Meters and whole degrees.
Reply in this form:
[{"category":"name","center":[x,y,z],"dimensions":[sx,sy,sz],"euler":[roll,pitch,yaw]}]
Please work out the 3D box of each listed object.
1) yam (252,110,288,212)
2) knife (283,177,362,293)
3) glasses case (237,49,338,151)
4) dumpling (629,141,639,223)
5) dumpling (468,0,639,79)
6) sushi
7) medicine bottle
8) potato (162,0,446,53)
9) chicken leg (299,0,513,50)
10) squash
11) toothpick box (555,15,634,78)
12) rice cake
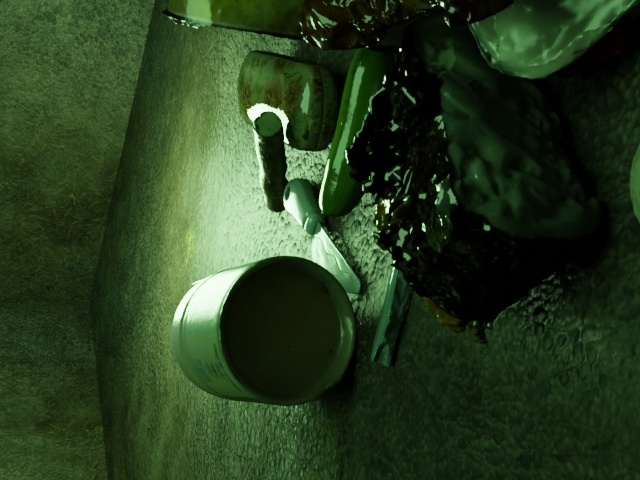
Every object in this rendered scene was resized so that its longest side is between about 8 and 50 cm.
[{"category":"yam","center":[-0.087,-0.139,1.497],"dimensions":[0.253,0.061,0.061],"euler":[87,175,-60]},{"category":"knife","center":[-0.001,0.001,1.414],"dimensions":[0.080,0.044,0.331],"euler":[-66,33,30]},{"category":"glasses case","center":[-0.072,-0.277,1.560],"dimensions":[0.425,0.098,0.156],"euler":[-142,55,-62]},{"category":"dumpling","center":[0.323,-0.043,0.602],"dimensions":[0.166,0.126,0.216],"euler":[24,103,48]},{"category":"dumpling","center":[0.238,-0.356,0.826],"dimensions":[0.260,0.181,0.341],"euler":[-30,32,42]},{"category":"sushi","center":[0.141,-0.087,0.888],"dimensions":[0.207,0.234,0.348],"euler":[126,148,-48]},{"category":"medicine bottle","center":[-0.130,0.162,1.408],"dimensions":[0.406,0.236,0.235],"euler":[-18,68,63]},{"category":"potato","center":[0.011,-0.415,1.063],"dimensions":[0.290,0.397,0.296],"euler":[-95,14,-71]},{"category":"chicken leg","center":[0.081,-0.252,0.828],"dimensions":[0.113,0.093,0.304],"euler":[-49,30,-19]},{"category":"squash","center":[0.061,-0.170,1.259],"dimensions":[0.082,0.082,0.292],"euler":[-132,51,-59]},{"category":"toothpick box","center":[0.278,-0.199,0.827],"dimensions":[0.083,0.047,0.047],"euler":[169,106,-64]},{"category":"rice cake","center":[0.106,0.094,1.148],"dimensions":[0.042,0.030,0.180],"euler":[-119,40,-73]}]
